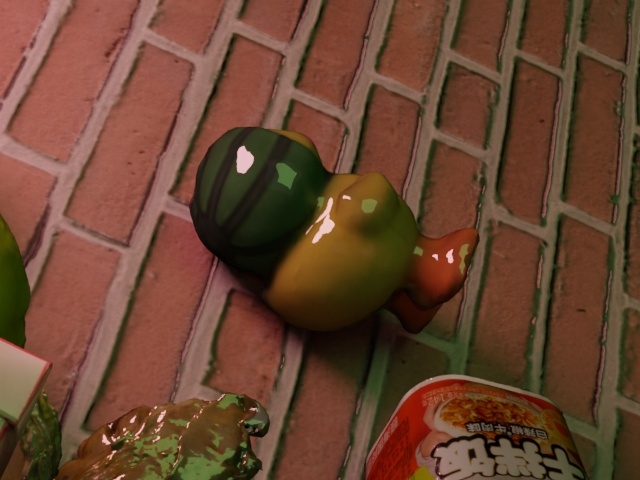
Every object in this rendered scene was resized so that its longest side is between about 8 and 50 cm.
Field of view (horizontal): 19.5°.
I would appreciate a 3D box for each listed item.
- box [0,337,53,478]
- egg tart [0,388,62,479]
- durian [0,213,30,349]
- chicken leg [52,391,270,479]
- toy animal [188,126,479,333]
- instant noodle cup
[{"bbox_3d":[-0.455,0.220,1.573,0.312,0.314,0.300,27,43,-6],"label":"box"},{"bbox_3d":[-0.311,0.188,1.787,0.197,0.197,0.078,49,35,19],"label":"egg tart"},{"bbox_3d":[-0.434,0.017,1.884,0.339,0.204,0.256,24,80,-9],"label":"durian"},{"bbox_3d":[-0.209,0.308,1.766,0.201,0.153,0.429,13,42,25],"label":"chicken leg"},{"bbox_3d":[-0.003,0.001,2.167,0.338,0.216,0.191,30,67,3],"label":"toy animal"},{"bbox_3d":[0.171,0.319,1.920,0.293,0.294,0.308,16,35,-18],"label":"instant noodle cup"}]
